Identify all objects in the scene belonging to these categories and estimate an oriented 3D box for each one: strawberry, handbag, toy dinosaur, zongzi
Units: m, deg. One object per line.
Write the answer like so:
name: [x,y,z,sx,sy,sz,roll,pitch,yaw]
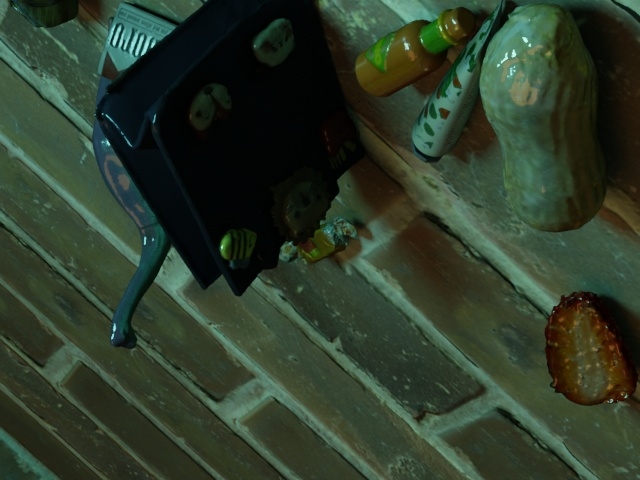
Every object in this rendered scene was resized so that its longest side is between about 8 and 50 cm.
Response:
strawberry: [0.363,0.137,1.830,0.121,0.082,0.188,0,123,20]
handbag: [-0.092,-0.129,1.755,0.122,0.303,0.329,10,137,43]
toy dinosaur: [-0.297,-0.080,2.001,0.129,0.331,0.383,-8,124,49]
zongzi: [-0.450,-0.430,1.953,0.242,0.112,0.221,36,149,22]

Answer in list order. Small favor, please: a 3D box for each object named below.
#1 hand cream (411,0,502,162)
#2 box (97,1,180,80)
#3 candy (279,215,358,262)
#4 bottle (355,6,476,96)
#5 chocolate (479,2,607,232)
hand cream: [0.164,-0.178,1.642,0.059,0.095,0.276,25,151,1]
box: [-0.224,-0.254,1.936,0.177,0.036,0.115,26,104,22]
candy: [0.000,0.000,2.060,0.182,0.046,0.053,-22,109,49]
bottle: [0.118,-0.231,1.640,0.069,0.069,0.187,49,145,-12]
chocolate: [0.254,-0.132,1.558,0.134,0.134,0.309,18,142,31]
